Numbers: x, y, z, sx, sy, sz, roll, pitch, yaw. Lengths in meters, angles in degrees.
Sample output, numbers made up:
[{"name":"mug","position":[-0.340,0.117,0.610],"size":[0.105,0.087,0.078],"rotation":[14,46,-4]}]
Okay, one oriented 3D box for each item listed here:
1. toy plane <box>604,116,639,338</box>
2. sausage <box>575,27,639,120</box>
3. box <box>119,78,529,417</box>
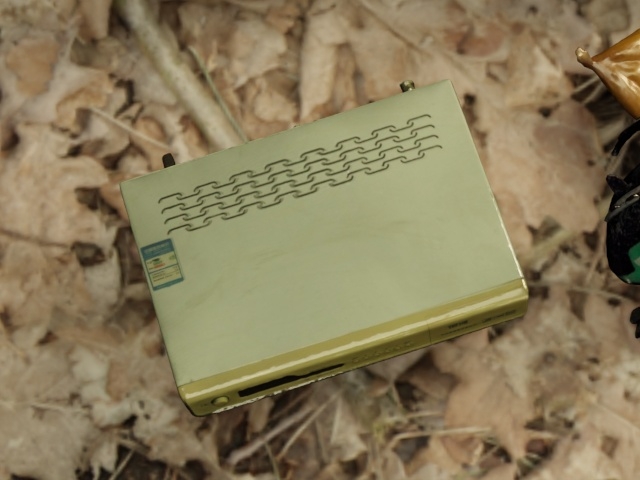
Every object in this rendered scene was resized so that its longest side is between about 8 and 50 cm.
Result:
[{"name":"toy plane","position":[0.329,-0.051,1.108],"size":[0.382,0.106,0.155],"rotation":[-35,112,30]},{"name":"sausage","position":[0.349,-0.105,1.183],"size":[0.328,0.112,0.112],"rotation":[9,91,8]},{"name":"box","position":[0.000,0.000,1.222],"size":[0.270,0.045,0.210],"rotation":[-19,70,-2]}]
